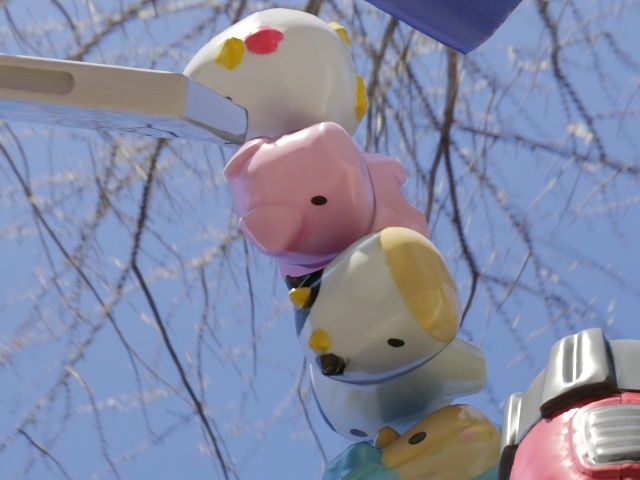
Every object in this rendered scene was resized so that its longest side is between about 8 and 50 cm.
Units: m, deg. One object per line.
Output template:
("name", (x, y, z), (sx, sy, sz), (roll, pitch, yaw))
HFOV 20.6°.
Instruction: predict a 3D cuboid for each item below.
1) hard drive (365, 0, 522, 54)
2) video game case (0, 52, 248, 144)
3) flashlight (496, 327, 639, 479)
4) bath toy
("hard drive", (0.001, -0.201, 0.556), (0.210, 0.318, 0.040), (-49, -138, 22))
("video game case", (-0.107, -0.055, 0.657), (0.143, 0.157, 0.019), (7, -90, 5))
("flashlight", (0.103, 0.150, 0.591), (0.103, 0.304, 0.103), (33, -59, -12))
("bath toy", (0.000, 0.000, 0.996), (0.129, 0.151, 0.348), (-6, -128, -22))
